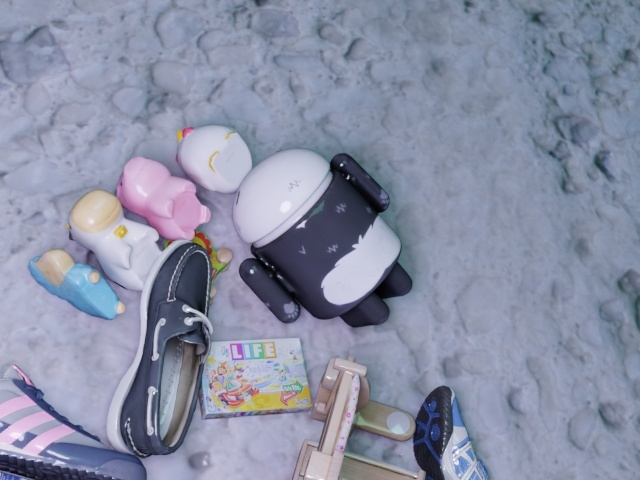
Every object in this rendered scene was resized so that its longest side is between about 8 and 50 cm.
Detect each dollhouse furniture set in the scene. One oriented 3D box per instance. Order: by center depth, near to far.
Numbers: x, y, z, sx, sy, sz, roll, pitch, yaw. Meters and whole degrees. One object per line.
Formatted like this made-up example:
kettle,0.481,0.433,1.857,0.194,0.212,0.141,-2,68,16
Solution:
dollhouse furniture set,0.073,0.251,1.558,0.173,0.355,0.303,17,57,0

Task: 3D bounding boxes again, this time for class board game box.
board game box,-0.095,0.190,1.733,0.154,0.026,0.103,-2,64,-23

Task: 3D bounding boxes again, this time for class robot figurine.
robot figurine,0.000,-0.001,1.770,0.278,0.173,0.209,47,27,-14

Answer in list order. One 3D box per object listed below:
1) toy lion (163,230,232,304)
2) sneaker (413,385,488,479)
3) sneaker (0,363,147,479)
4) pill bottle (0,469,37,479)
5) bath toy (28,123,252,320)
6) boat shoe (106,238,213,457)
toy lion,-0.181,0.033,1.781,0.096,0.034,0.100,23,58,-2
sneaker,0.185,0.310,1.764,0.081,0.080,0.211,8,69,-29
sneaker,-0.358,0.223,1.558,0.319,0.112,0.131,19,61,-14
pill bottle,-0.401,0.310,1.521,0.120,0.067,0.067,18,59,-13
bath toy,-0.242,-0.047,1.744,0.348,0.129,0.151,-47,125,-31
boat shoe,-0.186,0.140,1.650,0.114,0.091,0.303,31,64,-47
